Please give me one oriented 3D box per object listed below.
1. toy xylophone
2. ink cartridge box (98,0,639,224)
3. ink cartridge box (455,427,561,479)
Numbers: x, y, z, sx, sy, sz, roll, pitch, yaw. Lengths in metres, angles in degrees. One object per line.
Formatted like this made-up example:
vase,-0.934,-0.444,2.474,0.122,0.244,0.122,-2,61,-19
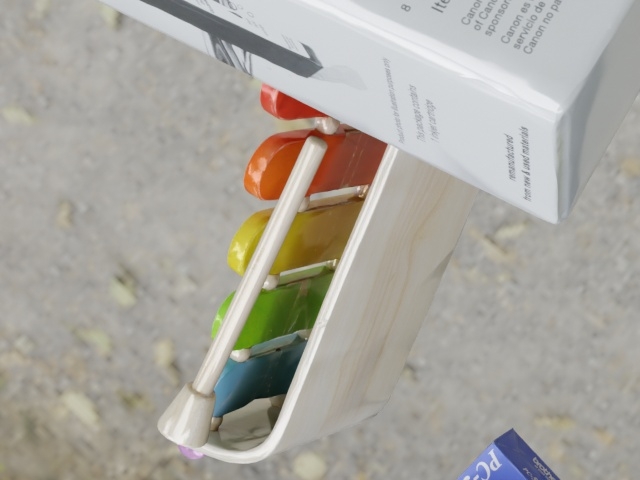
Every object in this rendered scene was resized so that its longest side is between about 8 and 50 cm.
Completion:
toy xylophone,0.000,0.000,1.063,0.081,0.236,0.323,33,106,27
ink cartridge box,0.023,-0.161,0.758,0.273,0.197,0.114,27,164,16
ink cartridge box,0.136,0.273,1.683,0.097,0.046,0.207,48,121,14
